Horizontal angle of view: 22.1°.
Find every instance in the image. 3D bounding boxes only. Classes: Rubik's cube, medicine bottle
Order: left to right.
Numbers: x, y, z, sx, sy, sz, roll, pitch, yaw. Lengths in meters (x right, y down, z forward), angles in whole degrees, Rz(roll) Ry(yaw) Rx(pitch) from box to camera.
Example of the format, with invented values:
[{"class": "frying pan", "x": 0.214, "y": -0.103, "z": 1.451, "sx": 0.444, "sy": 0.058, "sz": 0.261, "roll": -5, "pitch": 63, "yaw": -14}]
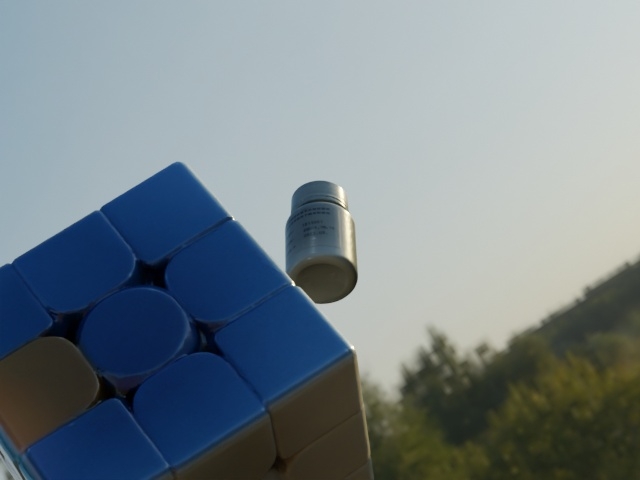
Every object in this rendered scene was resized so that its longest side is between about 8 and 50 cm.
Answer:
[{"class": "Rubik's cube", "x": -0.150, "y": 0.161, "z": 1.532, "sx": 0.292, "sy": 0.290, "sz": 0.291, "roll": -33, "pitch": -33, "yaw": -16}, {"class": "medicine bottle", "x": 0.000, "y": 0.000, "z": 1.821, "sx": 0.080, "sy": 0.130, "sz": 0.080, "roll": -1, "pitch": -46, "yaw": -1}]
